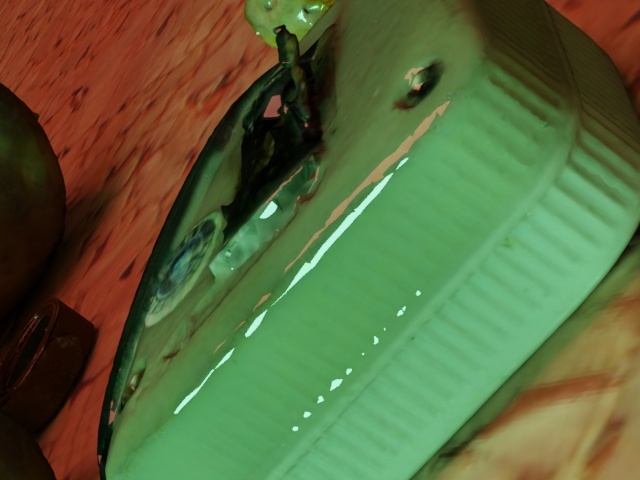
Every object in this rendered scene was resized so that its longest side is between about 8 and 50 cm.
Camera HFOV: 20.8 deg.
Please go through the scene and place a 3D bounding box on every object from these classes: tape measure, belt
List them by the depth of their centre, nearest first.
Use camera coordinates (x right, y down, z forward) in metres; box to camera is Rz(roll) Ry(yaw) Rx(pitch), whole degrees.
[{"bbox_3d":[0.000,0.000,0.648,0.235,0.115,0.207,-48,21,21],"label":"tape measure"},{"bbox_3d":[-0.169,0.077,1.067,0.059,0.036,0.083,-21,38,50],"label":"belt"}]

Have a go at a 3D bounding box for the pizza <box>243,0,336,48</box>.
[{"bbox_3d":[0.070,-0.249,0.951,0.335,0.086,0.226,-60,23,-8],"label":"pizza"}]

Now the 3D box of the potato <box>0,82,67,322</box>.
[{"bbox_3d":[-0.335,-0.047,1.284,0.237,0.289,0.301,119,151,-50],"label":"potato"}]

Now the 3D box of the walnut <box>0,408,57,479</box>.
[{"bbox_3d":[-0.199,0.144,0.870,0.140,0.140,0.162,-55,3,0],"label":"walnut"}]
